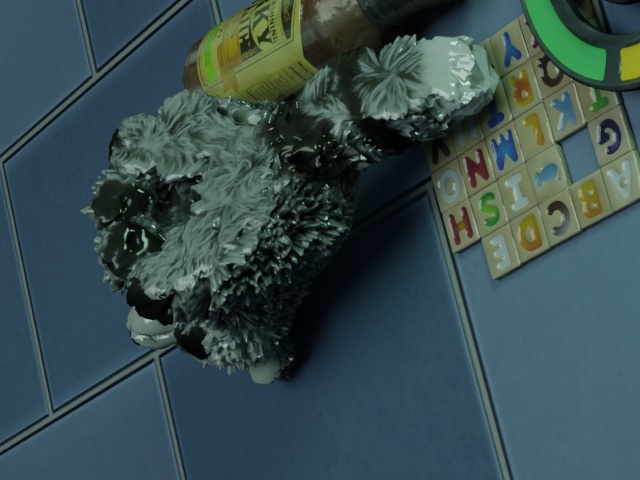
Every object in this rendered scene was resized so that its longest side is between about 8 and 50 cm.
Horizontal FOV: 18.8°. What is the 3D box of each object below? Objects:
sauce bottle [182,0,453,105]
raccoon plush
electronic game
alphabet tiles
[{"bbox_3d":[0.004,-0.198,1.790,0.344,0.111,0.111,-24,72,49],"label":"sauce bottle"},{"bbox_3d":[0.000,0.000,1.798,0.446,0.299,0.216,-12,64,22],"label":"raccoon plush"},{"bbox_3d":[0.240,-0.232,1.521,0.229,0.048,0.229,1,91,50],"label":"electronic game"},{"bbox_3d":[0.172,-0.086,1.655,0.237,0.009,0.198,-33,66,48],"label":"alphabet tiles"}]
